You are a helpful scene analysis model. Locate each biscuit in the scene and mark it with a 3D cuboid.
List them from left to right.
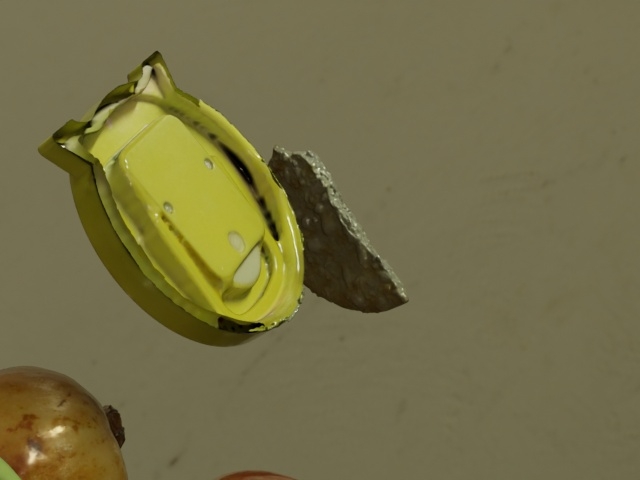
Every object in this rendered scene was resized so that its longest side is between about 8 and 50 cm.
[{"bbox_3d":[0.001,0.000,2.032,0.290,0.141,0.038,55,32,10],"label":"biscuit"}]

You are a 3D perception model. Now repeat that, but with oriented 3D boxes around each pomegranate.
[{"bbox_3d":[-0.295,0.233,1.431,0.248,0.248,0.248,43,-13,12],"label":"pomegranate"}]

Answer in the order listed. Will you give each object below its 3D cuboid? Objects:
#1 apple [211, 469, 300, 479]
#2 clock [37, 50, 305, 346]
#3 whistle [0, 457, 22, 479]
[{"bbox_3d":[-0.040,0.254,0.977,0.174,0.188,0.188,37,-13,6],"label":"apple"},{"bbox_3d":[-0.136,-0.026,1.415,0.293,0.071,0.277,53,32,-4],"label":"clock"},{"bbox_3d":[-0.304,0.136,1.091,0.227,0.105,0.085,49,27,-17],"label":"whistle"}]
